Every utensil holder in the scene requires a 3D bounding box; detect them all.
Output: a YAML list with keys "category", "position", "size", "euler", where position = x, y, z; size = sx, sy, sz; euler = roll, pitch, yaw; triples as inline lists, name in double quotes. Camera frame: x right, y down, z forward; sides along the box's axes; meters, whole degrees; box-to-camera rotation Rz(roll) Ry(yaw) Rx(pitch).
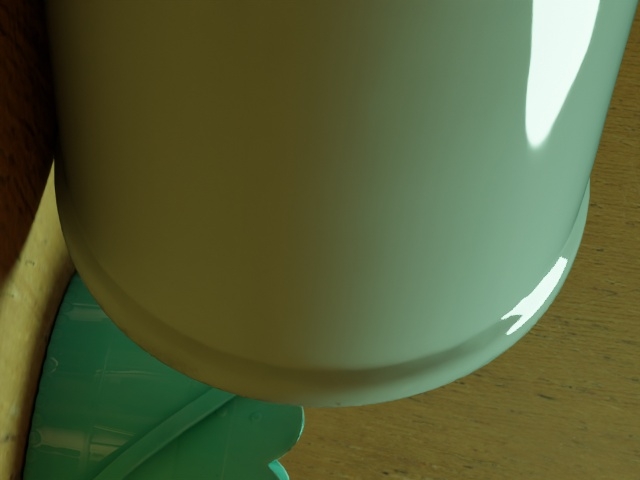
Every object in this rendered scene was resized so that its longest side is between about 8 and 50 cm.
- category: "utensil holder"
  position: [0.009, -0.138, 0.922]
  size: [0.385, 0.328, 0.327]
  euler: [95, 4, -59]

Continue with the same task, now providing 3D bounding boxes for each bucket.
- category: "bucket"
  position: [-0.106, 0.150, 1.273]
  size: [0.281, 0.183, 0.281]
  euler: [9, 90, -89]
